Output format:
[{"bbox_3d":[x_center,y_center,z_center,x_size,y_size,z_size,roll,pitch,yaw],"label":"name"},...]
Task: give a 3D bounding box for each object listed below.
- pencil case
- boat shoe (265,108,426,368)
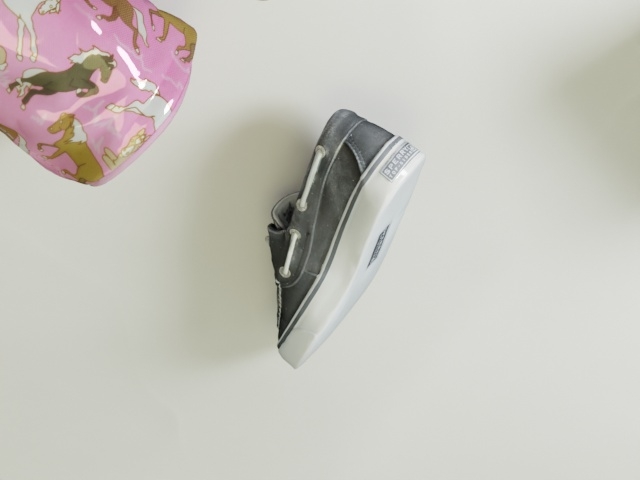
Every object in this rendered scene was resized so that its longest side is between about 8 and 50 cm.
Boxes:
[{"bbox_3d":[-0.276,-0.197,1.354,0.386,0.160,0.167,35,140,-28],"label":"pencil case"},{"bbox_3d":[0.000,0.000,1.573,0.102,0.108,0.301,35,141,10],"label":"boat shoe"}]
